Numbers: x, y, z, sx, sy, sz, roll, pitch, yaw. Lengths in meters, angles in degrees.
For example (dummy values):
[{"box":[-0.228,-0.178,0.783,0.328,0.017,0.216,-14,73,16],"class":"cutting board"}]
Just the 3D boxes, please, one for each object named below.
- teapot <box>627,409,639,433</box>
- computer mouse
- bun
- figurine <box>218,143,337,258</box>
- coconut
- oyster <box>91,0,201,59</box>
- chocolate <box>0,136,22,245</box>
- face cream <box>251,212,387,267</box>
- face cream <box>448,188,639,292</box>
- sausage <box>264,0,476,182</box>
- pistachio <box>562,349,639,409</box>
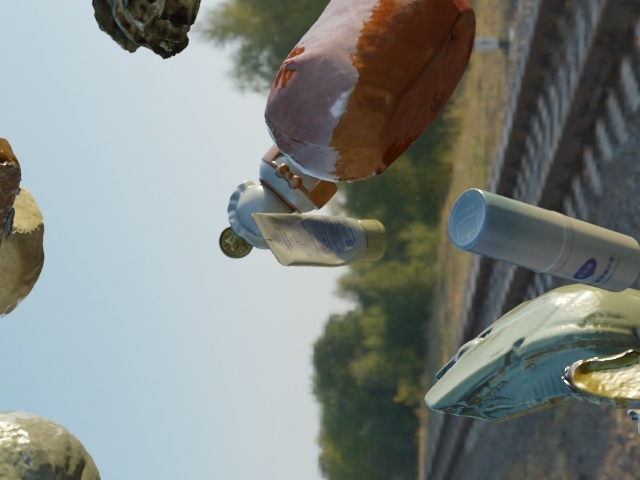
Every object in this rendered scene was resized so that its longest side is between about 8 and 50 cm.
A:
[{"box":[0.596,0.257,1.803,0.193,0.294,0.129,60,-152,-18],"class":"teapot"},{"box":[0.349,0.157,1.855,0.145,0.429,0.228,64,-151,-12],"class":"computer mouse"},{"box":[-0.408,0.406,1.602,0.362,0.211,0.362,-33,-52,-57],"class":"bun"},{"box":[-0.069,-0.079,2.075,0.271,0.143,0.143,-45,-24,-21],"class":"figurine"},{"box":[-0.739,-0.023,2.347,0.344,0.415,0.415,-46,-12,-7],"class":"coconut"},{"box":[-0.233,-0.387,1.568,0.351,0.158,0.162,91,172,-45],"class":"oyster"},{"box":[-0.473,-0.038,1.534,0.214,0.148,0.093,-62,40,30],"class":"chocolate"},{"box":[0.000,0.000,1.934,0.114,0.224,0.070,58,133,33],"class":"face cream"},{"box":[0.275,0.002,1.473,0.077,0.250,0.077,-35,48,50],"class":"face cream"},{"box":[0.054,-0.170,1.253,0.268,0.141,0.153,-52,-29,-27],"class":"sausage"},{"box":[0.401,0.185,1.563,0.049,0.173,0.089,70,-147,-41],"class":"pistachio"}]
